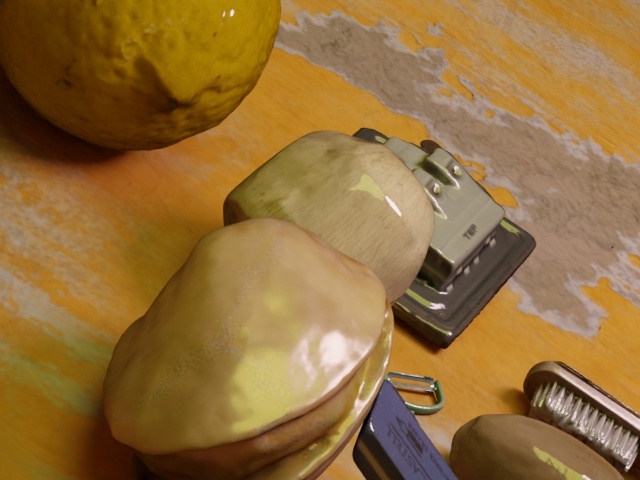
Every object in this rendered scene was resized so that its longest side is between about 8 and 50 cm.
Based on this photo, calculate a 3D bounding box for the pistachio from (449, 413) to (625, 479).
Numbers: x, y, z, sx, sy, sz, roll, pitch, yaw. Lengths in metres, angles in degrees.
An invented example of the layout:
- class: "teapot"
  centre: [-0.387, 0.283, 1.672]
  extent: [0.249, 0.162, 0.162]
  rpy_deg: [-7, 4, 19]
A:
- class: "pistachio"
  centre: [0.214, 0.245, 1.774]
  extent: [0.206, 0.131, 0.129]
  rpy_deg: [35, -12, 13]

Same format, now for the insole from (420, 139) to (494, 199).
- class: "insole"
  centre: [0.170, -0.078, 2.247]
  extent: [0.045, 0.002, 0.135]
  rpy_deg: [-13, 54, -47]

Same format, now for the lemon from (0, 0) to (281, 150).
- class: "lemon"
  centre: [-0.196, -0.257, 1.920]
  extent: [0.336, 0.336, 0.336]
  rpy_deg: [21, 35, -16]

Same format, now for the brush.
- class: "brush"
  centre: [0.348, 0.241, 1.933]
  extent: [0.327, 0.070, 0.065]
  rpy_deg: [33, 52, -1]

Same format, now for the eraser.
- class: "eraser"
  centre: [0.095, 0.233, 1.660]
  extent: [0.225, 0.036, 0.082]
  rpy_deg: [56, 28, -19]

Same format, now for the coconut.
- class: "coconut"
  centre: [0.000, 0.000, 1.848]
  extent: [0.224, 0.224, 0.224]
  rpy_deg: [21, 35, -16]

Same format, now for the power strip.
- class: "power strip"
  centre: [0.103, -0.026, 2.049]
  extent: [0.251, 0.092, 0.257]
  rpy_deg: [40, 38, 6]

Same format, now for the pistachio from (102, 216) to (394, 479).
- class: "pistachio"
  centre: [-0.062, 0.116, 1.618]
  extent: [0.321, 0.238, 0.229]
  rpy_deg: [-54, 130, -46]

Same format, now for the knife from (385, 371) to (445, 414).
- class: "knife"
  centre: [0.036, 0.148, 1.840]
  extent: [0.212, 0.015, 0.054]
  rpy_deg: [12, 46, -29]
